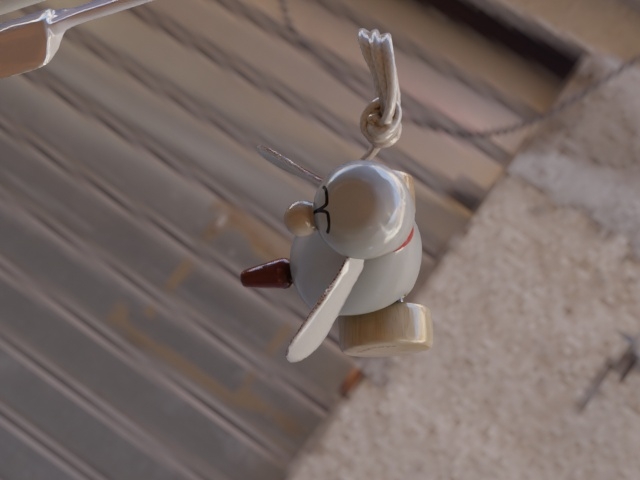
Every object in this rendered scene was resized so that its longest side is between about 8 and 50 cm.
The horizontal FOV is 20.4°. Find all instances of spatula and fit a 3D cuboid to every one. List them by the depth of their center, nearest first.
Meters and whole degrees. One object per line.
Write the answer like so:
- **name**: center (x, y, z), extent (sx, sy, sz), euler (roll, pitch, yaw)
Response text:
- **spatula**: center (-0.098, -0.151, 0.965), extent (0.168, 0.242, 0.019), euler (-84, 156, -58)

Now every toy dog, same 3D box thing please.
- **toy dog**: center (0.000, 0.000, 1.435), extent (0.160, 0.220, 0.334), euler (-8, -32, 4)
